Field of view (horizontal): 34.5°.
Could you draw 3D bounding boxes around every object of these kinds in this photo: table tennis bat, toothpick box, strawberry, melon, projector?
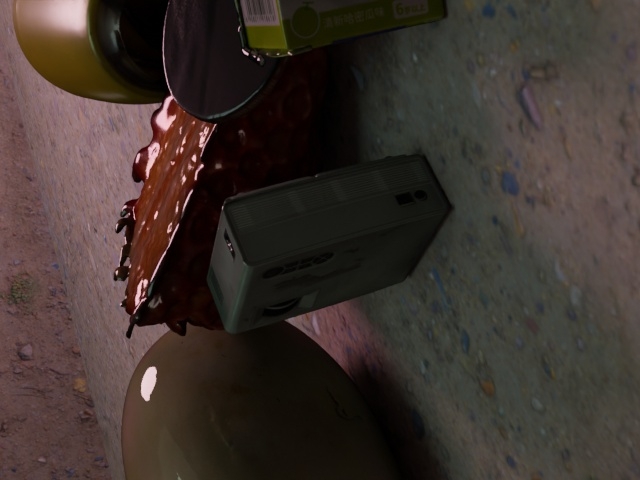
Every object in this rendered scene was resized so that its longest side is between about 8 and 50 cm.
[{"bbox_3d":[-0.061,-0.188,0.718,0.130,0.019,0.220,-7,75,39],"label":"table tennis bat"},{"bbox_3d":[-0.195,-0.219,1.026,0.271,0.175,0.175,25,128,60],"label":"toothpick box"},{"bbox_3d":[-0.066,-0.062,0.857,0.280,0.150,0.253,-68,20,8],"label":"strawberry"},{"bbox_3d":[-0.047,0.205,0.883,0.317,0.223,0.223,57,154,33],"label":"melon"},{"bbox_3d":[0.000,0.000,0.714,0.115,0.147,0.061,111,140,-59],"label":"projector"}]

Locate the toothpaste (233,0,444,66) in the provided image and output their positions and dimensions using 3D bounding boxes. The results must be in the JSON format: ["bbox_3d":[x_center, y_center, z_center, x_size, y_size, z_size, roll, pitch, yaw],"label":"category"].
[{"bbox_3d":[-0.013,-0.273,0.597,0.077,0.110,0.327,-154,51,-65],"label":"toothpaste"}]
